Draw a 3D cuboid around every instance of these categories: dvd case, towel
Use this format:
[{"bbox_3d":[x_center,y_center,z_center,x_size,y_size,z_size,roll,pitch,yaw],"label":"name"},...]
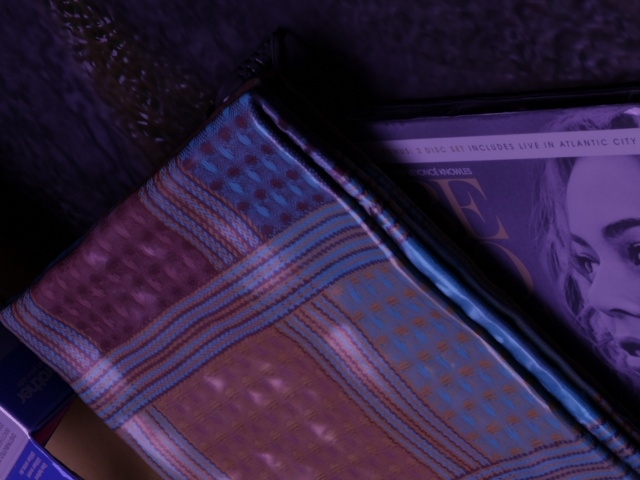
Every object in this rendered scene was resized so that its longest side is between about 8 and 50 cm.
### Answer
[{"bbox_3d":[0.118,0.030,0.774,0.164,0.018,0.221,1,131,48],"label":"dvd case"},{"bbox_3d":[0.034,0.112,0.866,0.370,0.040,0.271,44,138,-8],"label":"towel"}]

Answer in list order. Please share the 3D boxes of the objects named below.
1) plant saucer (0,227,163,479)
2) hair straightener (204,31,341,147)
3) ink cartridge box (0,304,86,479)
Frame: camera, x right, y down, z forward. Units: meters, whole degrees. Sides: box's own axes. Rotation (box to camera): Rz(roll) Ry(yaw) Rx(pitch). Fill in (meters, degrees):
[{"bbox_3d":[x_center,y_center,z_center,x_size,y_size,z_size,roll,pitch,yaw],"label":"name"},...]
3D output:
[{"bbox_3d":[-0.155,0.153,1.125,0.332,0.081,0.333,40,137,4],"label":"plant saucer"},{"bbox_3d":[0.000,0.000,0.854,0.089,0.047,0.230,15,136,22],"label":"hair straightener"},{"bbox_3d":[-0.253,0.072,1.029,0.311,0.065,0.186,41,136,5],"label":"ink cartridge box"}]
